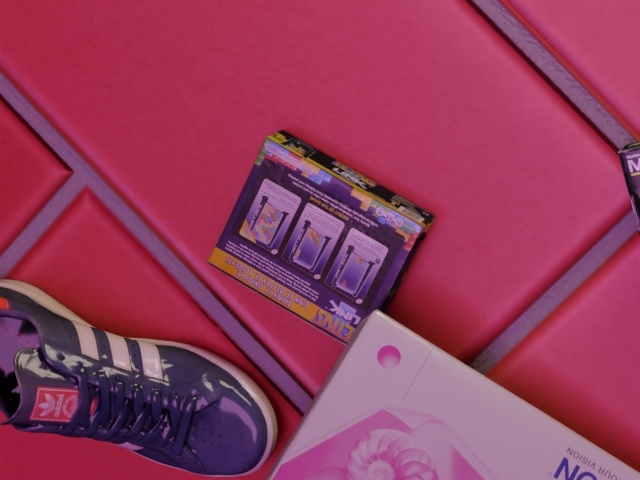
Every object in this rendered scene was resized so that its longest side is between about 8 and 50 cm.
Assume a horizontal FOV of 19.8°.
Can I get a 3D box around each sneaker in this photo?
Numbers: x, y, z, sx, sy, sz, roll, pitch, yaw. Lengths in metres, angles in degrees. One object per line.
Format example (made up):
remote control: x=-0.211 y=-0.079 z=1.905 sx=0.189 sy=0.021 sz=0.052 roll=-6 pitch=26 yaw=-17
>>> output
sneaker: x=-0.217 y=0.149 z=1.752 sx=0.350 sy=0.148 sz=0.131 roll=19 pitch=107 yaw=14

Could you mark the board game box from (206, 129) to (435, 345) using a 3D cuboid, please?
board game box: x=0.000 y=0.000 z=1.701 sx=0.170 sy=0.048 sz=0.141 roll=31 pitch=111 yaw=10

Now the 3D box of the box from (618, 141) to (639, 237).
box: x=0.370 y=-0.014 z=1.576 sx=0.190 sy=0.045 sz=0.184 roll=-14 pitch=94 yaw=22

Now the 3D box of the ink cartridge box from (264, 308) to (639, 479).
ink cartridge box: x=0.097 y=0.281 z=1.605 sx=0.324 sy=0.071 sz=0.330 roll=31 pitch=74 yaw=0
